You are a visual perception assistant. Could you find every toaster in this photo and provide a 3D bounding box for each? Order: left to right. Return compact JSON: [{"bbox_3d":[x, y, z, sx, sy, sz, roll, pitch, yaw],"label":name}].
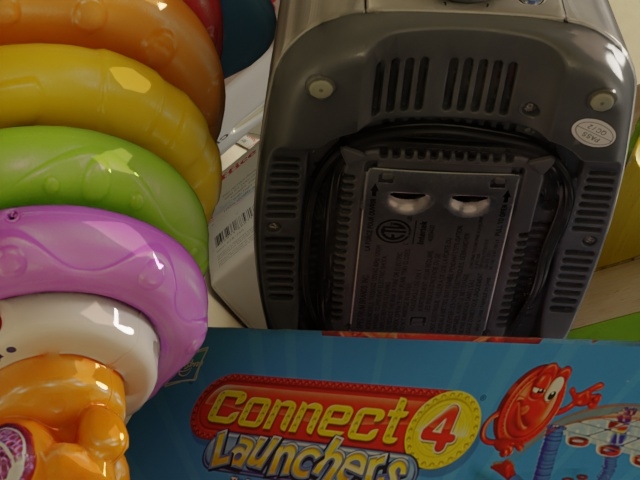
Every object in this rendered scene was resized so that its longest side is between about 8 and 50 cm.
[{"bbox_3d":[0.042,-0.040,0.493,0.227,0.129,0.146,92,0,-47],"label":"toaster"}]

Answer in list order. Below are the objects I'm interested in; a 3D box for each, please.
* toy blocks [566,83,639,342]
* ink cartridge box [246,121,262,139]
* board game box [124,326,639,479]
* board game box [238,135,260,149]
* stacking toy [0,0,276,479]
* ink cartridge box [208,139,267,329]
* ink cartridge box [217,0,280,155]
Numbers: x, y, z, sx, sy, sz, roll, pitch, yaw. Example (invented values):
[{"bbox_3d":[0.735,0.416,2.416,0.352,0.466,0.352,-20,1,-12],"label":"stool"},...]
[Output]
[{"bbox_3d":[0.123,0.028,0.704,0.191,0.261,0.381,58,38,-16],"label":"toy blocks"},{"bbox_3d":[-0.066,-0.243,1.058,0.226,0.131,0.306,18,-36,45],"label":"ink cartridge box"},{"bbox_3d":[0.123,0.150,0.448,0.302,0.086,0.308,-1,-37,44],"label":"board game box"},{"bbox_3d":[-0.126,-0.188,1.322,0.193,0.045,0.147,53,8,12],"label":"board game box"},{"bbox_3d":[-0.094,0.005,0.411,0.166,0.175,0.302,50,20,-50],"label":"stacking toy"},{"bbox_3d":[0.000,0.000,0.901,0.127,0.128,0.176,48,9,-24],"label":"ink cartridge box"},{"bbox_3d":[-0.126,-0.195,0.827,0.273,0.197,0.114,52,10,6],"label":"ink cartridge box"}]
